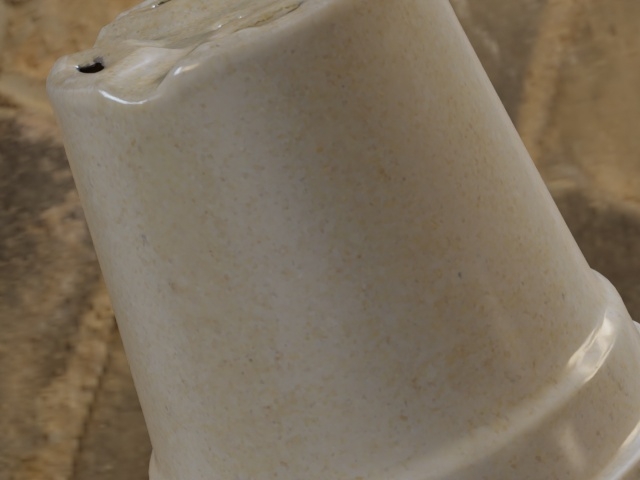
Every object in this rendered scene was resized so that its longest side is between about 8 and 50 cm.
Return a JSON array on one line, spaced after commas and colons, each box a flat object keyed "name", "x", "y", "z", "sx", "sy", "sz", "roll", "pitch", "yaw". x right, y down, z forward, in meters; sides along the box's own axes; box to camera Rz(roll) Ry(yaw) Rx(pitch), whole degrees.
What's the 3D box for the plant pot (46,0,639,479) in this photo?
[{"name": "plant pot", "x": 0.000, "y": 0.000, "z": 1.034, "sx": 0.334, "sy": 0.334, "sz": 0.305, "roll": -36, "pitch": -68, "yaw": -34}]
